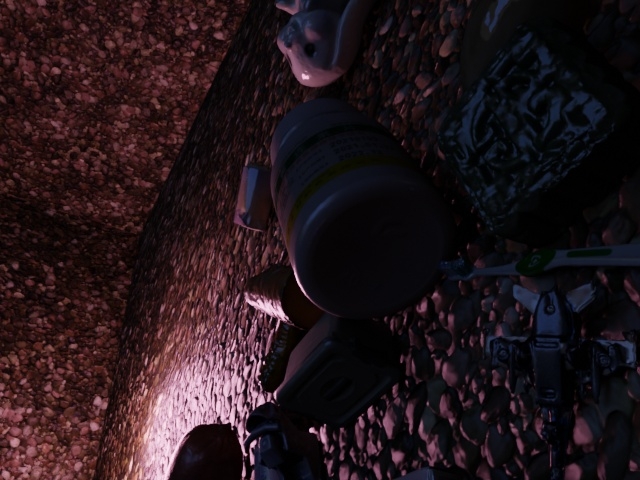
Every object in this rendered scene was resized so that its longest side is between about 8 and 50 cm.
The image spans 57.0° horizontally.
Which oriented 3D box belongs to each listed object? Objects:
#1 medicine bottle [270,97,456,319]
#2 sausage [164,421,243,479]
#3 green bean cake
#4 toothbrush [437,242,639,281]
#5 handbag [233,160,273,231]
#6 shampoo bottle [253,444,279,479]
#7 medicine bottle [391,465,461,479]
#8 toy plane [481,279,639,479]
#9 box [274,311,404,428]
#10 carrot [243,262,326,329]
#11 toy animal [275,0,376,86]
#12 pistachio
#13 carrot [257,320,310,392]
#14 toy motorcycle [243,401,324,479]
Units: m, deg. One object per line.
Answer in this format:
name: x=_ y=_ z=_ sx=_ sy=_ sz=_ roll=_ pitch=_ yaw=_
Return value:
medicine bottle: x=0.036 y=-0.068 z=0.843 sx=0.208 sy=0.208 sz=0.340 roll=-61 pitch=26 yaw=23
sausage: x=-0.226 y=0.455 z=1.112 sx=0.255 sy=0.148 sz=0.148 roll=-65 pitch=24 yaw=15
green bean cake: x=0.221 y=-0.111 z=0.607 sx=0.183 sy=0.094 sz=0.185 roll=-51 pitch=42 yaw=35
toothbrush: x=0.227 y=0.024 z=0.594 sx=0.304 sy=0.030 sz=0.030 roll=-10 pitch=64 yaw=61
handbag: x=-0.160 y=-0.115 z=1.450 sx=0.117 sy=0.095 sz=0.173 roll=17 pitch=92 yaw=63
shampoo bottle: x=-0.083 y=0.383 z=0.974 sx=0.072 sy=0.043 sz=0.099 roll=-55 pitch=29 yaw=34
medicine bottle: x=0.082 y=0.353 z=0.630 sx=0.201 sy=0.052 sz=0.171 roll=-45 pitch=34 yaw=43
toy plane: x=0.204 y=0.129 z=0.516 sx=0.135 sy=0.062 sz=0.189 roll=-3 pitch=71 yaw=37
box: x=0.024 y=0.170 z=0.815 sx=0.172 sy=0.124 sz=0.093 roll=-51 pitch=20 yaw=36
carrot: x=-0.071 y=0.086 z=0.952 sx=0.263 sy=0.101 sz=0.102 roll=-5 pitch=68 yaw=61
toy animal: x=0.002 y=-0.480 z=1.276 sx=0.249 sy=0.174 sz=0.289 roll=37 pitch=106 yaw=53
pistachio: x=0.229 y=-0.241 z=0.691 sx=0.186 sy=0.126 sz=0.108 roll=-58 pitch=-13 yaw=30
carrot: x=-0.045 y=0.147 z=1.030 sx=0.260 sy=0.070 sz=0.070 roll=-67 pitch=24 yaw=10
toy motorcycle: x=-0.053 y=0.323 z=0.856 sx=0.080 sy=0.122 sz=0.215 roll=-36 pitch=39 yaw=29
